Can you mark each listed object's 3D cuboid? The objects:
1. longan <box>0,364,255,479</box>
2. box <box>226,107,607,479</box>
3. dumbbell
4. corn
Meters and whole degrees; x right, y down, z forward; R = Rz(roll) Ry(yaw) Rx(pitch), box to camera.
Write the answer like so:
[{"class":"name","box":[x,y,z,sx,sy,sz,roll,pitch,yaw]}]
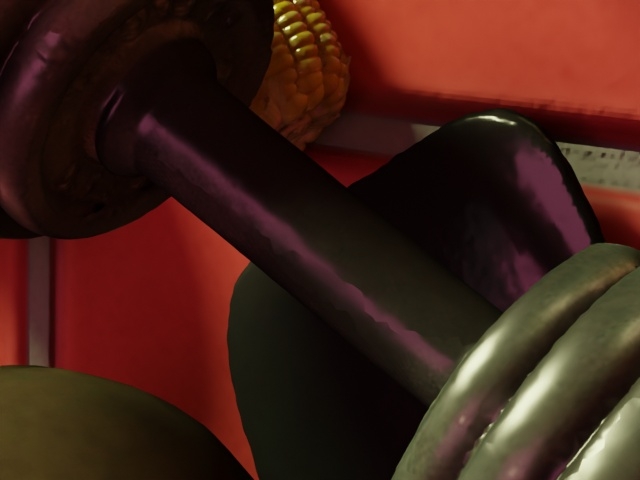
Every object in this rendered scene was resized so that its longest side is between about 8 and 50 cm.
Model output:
[{"class":"longan","box":[-0.128,0.194,0.676,0.243,0.300,0.300,-5,93,39]},{"class":"box","box":[0.054,0.075,0.677,0.201,0.042,0.212,-32,77,39]},{"class":"dumbbell","box":[0.000,0.000,0.564,0.406,0.179,0.179,39,120,22]},{"class":"corn","box":[-0.053,-0.104,0.729,0.165,0.063,0.085,56,135,21]}]
